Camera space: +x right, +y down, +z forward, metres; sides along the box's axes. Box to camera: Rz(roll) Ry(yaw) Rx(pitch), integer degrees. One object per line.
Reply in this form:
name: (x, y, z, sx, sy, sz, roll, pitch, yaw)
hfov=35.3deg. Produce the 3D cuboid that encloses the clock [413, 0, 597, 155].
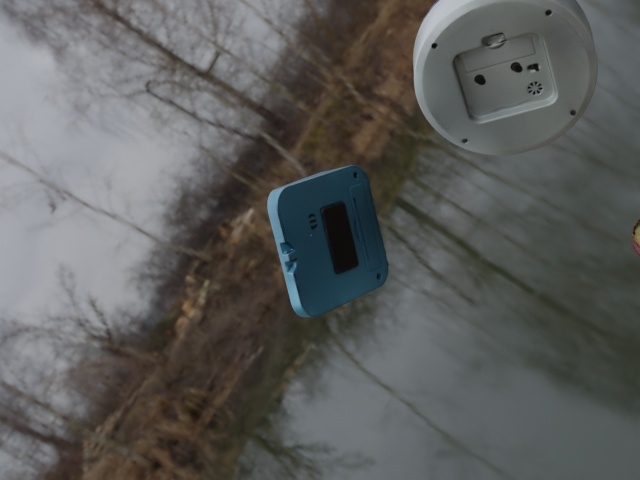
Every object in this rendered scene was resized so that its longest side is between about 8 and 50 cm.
clock: (0.233, -0.222, 1.279, 0.230, 0.230, 0.083, -54, 15, 31)

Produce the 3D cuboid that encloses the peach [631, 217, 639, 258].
peach: (0.439, 0.002, 1.289, 0.083, 0.077, 0.050, -62, -30, -43)

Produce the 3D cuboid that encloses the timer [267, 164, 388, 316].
timer: (0.000, 0.000, 1.780, 0.091, 0.232, 0.250, -7, 9, 39)
